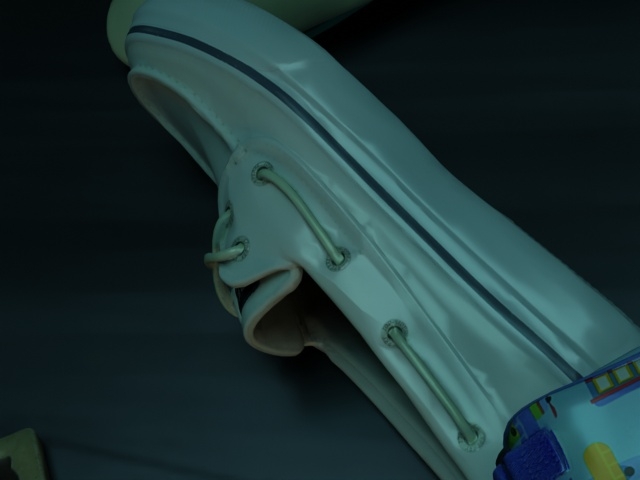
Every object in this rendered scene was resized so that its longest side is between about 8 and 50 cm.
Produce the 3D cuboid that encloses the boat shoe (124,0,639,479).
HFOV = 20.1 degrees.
[{"bbox_3d":[0.000,0.000,0.553,0.076,0.083,0.226,-43,56,-13],"label":"boat shoe"}]

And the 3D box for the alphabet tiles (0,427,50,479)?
[{"bbox_3d":[-0.227,0.191,0.548,0.342,0.011,0.285,-22,53,3],"label":"alphabet tiles"}]

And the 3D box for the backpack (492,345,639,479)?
[{"bbox_3d":[0.134,0.106,0.421,0.158,0.117,0.173,-22,56,5],"label":"backpack"}]

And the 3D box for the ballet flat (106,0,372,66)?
[{"bbox_3d":[0.028,-0.137,0.636,0.248,0.086,0.086,-22,54,3],"label":"ballet flat"}]
